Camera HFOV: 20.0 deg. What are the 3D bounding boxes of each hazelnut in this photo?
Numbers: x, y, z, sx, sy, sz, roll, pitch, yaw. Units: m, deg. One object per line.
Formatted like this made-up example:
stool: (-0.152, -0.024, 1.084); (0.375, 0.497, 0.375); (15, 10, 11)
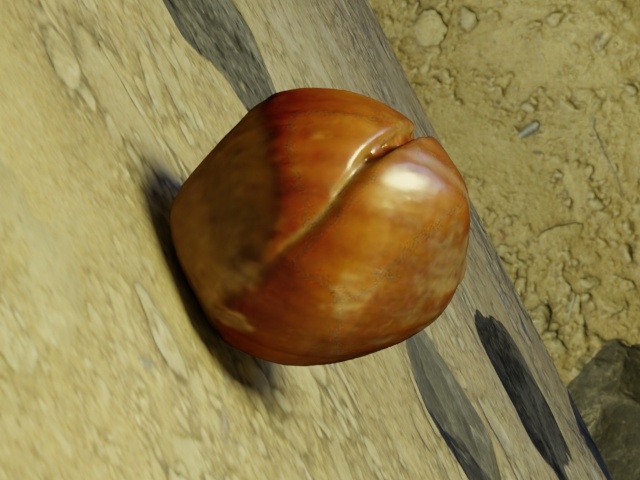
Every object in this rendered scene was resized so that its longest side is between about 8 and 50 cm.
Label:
hazelnut: (0.000, 0.000, 1.096); (0.182, 0.182, 0.182); (59, 11, -19)
